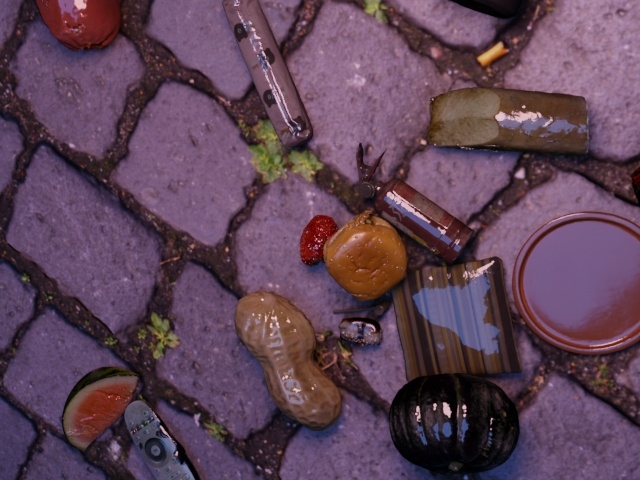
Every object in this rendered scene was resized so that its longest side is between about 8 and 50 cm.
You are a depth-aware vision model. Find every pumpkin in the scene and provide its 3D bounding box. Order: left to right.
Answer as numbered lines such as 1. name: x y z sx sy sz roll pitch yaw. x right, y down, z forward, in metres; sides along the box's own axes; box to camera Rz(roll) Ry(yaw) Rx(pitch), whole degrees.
1. pumpkin: 0.228 0.313 1.191 0.220 0.220 0.162 -10 62 19

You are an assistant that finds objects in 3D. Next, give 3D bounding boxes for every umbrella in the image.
1. umbrella: -0.102 -0.326 1.236 0.067 0.073 0.337 -24 93 1

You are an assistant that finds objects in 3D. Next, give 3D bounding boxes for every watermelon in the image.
1. watermelon: -0.491 0.357 1.514 0.119 0.063 0.245 35 105 -12

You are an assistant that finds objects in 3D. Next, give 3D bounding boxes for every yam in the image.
1. yam: 0.299 -0.193 1.124 0.259 0.106 0.106 6 103 15

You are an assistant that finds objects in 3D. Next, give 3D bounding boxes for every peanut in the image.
1. peanut: -0.056 0.226 1.313 0.136 0.120 0.298 -24 96 25

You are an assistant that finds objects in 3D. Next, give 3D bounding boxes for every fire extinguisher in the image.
1. fire extinguisher: 0.155 -0.072 1.208 0.252 0.075 0.106 37 105 9

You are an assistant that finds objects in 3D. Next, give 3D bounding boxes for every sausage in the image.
1. sausage: -0.460 -0.491 1.276 0.152 0.152 0.280 -8 102 19

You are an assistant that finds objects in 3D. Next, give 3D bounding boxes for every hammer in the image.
1. hammer: 0.074 0.131 1.300 0.110 0.035 0.019 -10 97 28

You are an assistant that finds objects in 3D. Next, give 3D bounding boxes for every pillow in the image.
1. pillow: 0.235 0.145 1.237 0.212 0.052 0.208 -10 95 19

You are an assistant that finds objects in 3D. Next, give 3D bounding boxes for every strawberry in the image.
1. strawberry: 0.000 0.000 1.272 0.083 0.083 0.097 -9 65 19

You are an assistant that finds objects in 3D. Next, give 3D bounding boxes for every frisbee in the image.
1. frisbee: 0.453 0.073 1.171 0.250 0.021 0.251 3 102 16

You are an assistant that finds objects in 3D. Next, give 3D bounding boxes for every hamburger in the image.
1. hamburger: 0.081 0.029 1.211 0.138 0.083 0.147 -40 115 7

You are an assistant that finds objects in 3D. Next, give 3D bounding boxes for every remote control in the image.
1. remote control: -0.334 0.455 1.488 0.097 0.045 0.256 -34 87 20

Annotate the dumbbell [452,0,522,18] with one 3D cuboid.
1. dumbbell: 0.266 -0.465 1.048 0.152 0.152 0.218 24 107 12

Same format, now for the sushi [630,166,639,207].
1. sushi: 0.591 -0.090 1.034 0.225 0.136 0.126 -27 99 16

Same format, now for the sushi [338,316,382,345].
1. sushi: 0.074 0.168 1.297 0.083 0.044 0.046 6 104 14
